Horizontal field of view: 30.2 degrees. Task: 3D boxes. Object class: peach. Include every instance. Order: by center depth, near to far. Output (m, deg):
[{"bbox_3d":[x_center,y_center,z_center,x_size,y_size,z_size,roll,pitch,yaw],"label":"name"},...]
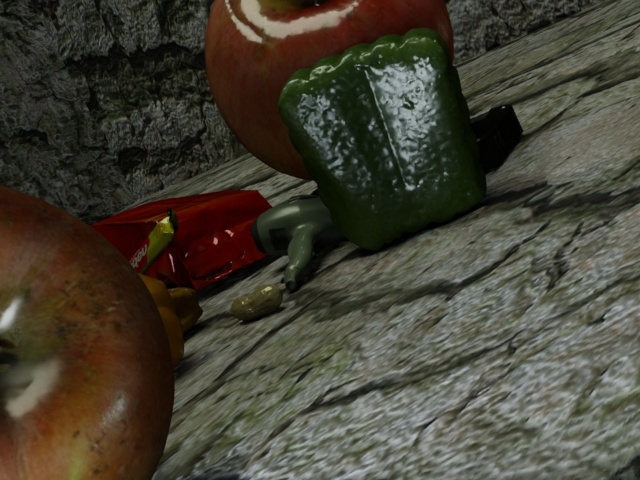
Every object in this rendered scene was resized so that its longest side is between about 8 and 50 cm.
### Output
[{"bbox_3d":[-0.227,0.107,1.397,0.138,0.138,0.138,-26,10,5],"label":"peach"}]

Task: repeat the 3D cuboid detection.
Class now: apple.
[{"bbox_3d":[-0.289,0.133,0.935,0.338,0.338,0.305,-34,-8,-35],"label":"apple"},{"bbox_3d":[0.014,-0.254,1.713,0.364,0.364,0.364,-26,10,5],"label":"apple"}]

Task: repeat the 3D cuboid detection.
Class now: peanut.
[{"bbox_3d":[-0.080,0.078,1.457,0.083,0.037,0.037,-18,13,32],"label":"peanut"}]

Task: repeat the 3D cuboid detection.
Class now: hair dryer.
[{"bbox_3d":[0.025,-0.017,1.611,0.219,0.088,0.225,-24,22,-7],"label":"hair dryer"}]

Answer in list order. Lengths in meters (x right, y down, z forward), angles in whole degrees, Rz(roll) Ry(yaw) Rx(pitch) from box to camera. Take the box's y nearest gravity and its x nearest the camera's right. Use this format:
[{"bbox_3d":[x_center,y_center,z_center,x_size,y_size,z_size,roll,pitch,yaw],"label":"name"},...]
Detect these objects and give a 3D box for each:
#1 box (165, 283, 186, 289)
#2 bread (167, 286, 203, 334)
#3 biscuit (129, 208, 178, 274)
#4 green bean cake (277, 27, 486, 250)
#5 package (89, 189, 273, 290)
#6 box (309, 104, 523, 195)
[{"bbox_3d":[-0.281,0.108,1.882,0.149,0.020,0.073,-29,9,-11],"label":"box"},{"bbox_3d":[-0.268,0.116,1.635,0.139,0.077,0.271,-29,11,-36],"label":"bread"},{"bbox_3d":[-0.298,0.068,1.781,0.292,0.026,0.048,-48,34,23],"label":"biscuit"},{"bbox_3d":[0.083,-0.125,1.488,0.222,0.248,0.125,-18,13,9],"label":"green bean cake"},{"bbox_3d":[-0.226,-0.001,1.932,0.196,0.123,0.423,-22,11,-28],"label":"package"},{"bbox_3d":[0.124,-0.098,1.781,0.350,0.058,0.211,-22,10,26],"label":"box"}]
